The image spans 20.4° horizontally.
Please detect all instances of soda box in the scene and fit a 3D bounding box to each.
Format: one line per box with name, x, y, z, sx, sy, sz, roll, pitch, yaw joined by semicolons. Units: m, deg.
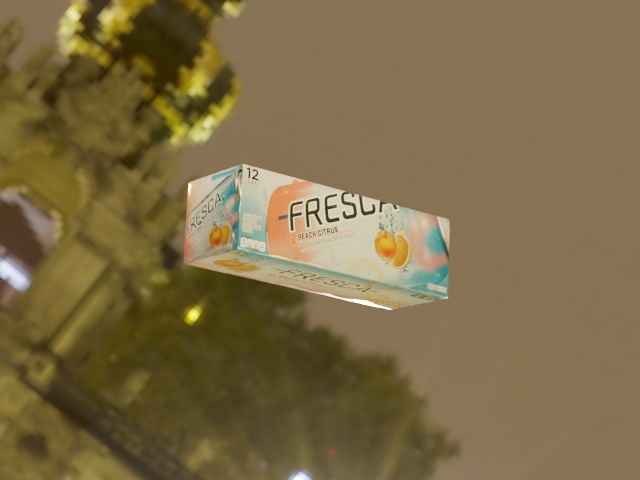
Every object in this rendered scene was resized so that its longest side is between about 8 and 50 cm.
soda box;0.000;0.000;1.180;0.183;0.058;0.063;13;-18;-38
